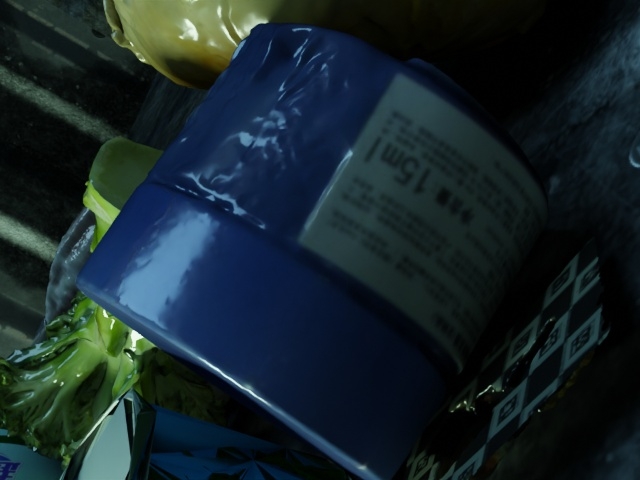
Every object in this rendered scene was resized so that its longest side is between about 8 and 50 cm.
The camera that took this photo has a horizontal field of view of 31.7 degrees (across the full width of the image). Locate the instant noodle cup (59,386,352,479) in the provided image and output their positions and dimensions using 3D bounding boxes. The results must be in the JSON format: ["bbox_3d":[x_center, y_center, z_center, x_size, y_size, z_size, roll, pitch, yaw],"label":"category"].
[{"bbox_3d":[-0.104,0.232,0.829,0.240,0.178,0.240,-51,21,27],"label":"instant noodle cup"}]

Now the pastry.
[{"bbox_3d":[0.008,-0.260,0.961,0.409,0.409,0.245,-173,72,-71],"label":"pastry"}]

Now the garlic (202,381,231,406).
[{"bbox_3d":[-0.152,0.152,1.261,0.267,0.128,0.148,-59,2,42],"label":"garlic"}]

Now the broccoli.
[{"bbox_3d":[-0.171,0.080,0.976,0.252,0.221,0.361,-55,-13,-20],"label":"broccoli"}]

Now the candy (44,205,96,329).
[{"bbox_3d":[-0.215,0.039,1.382,0.290,0.214,0.157,-56,12,14],"label":"candy"}]

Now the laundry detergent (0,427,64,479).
[{"bbox_3d":[-0.313,0.322,1.092,0.287,0.287,0.305,-55,18,16],"label":"laundry detergent"}]

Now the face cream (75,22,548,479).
[{"bbox_3d":[-0.001,0.008,0.759,0.225,0.249,0.249,-55,16,-12],"label":"face cream"}]

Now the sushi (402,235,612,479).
[{"bbox_3d":[0.115,0.097,0.664,0.201,0.031,0.139,-53,5,26],"label":"sushi"}]
